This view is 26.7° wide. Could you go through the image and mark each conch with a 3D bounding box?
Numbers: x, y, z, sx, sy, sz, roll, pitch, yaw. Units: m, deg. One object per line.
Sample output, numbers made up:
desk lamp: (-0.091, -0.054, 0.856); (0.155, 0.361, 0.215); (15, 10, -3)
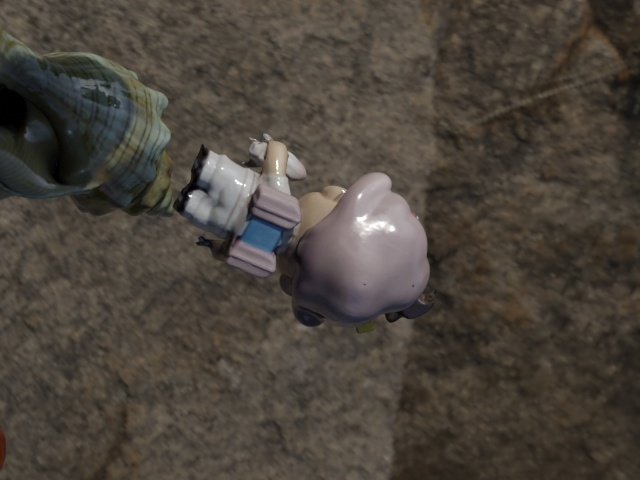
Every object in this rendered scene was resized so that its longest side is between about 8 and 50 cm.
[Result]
conch: (-0.291, -0.128, 1.445); (0.386, 0.169, 0.203); (38, 81, -29)

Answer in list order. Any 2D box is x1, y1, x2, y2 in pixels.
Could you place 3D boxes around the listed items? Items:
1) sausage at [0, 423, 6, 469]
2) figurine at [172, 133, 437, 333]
sausage: (-0.289, 0.122, 0.980); (0.089, 0.300, 0.083); (24, 91, -21)
figurine: (0.000, 0.000, 1.037); (0.229, 0.112, 0.137); (25, 100, -13)
